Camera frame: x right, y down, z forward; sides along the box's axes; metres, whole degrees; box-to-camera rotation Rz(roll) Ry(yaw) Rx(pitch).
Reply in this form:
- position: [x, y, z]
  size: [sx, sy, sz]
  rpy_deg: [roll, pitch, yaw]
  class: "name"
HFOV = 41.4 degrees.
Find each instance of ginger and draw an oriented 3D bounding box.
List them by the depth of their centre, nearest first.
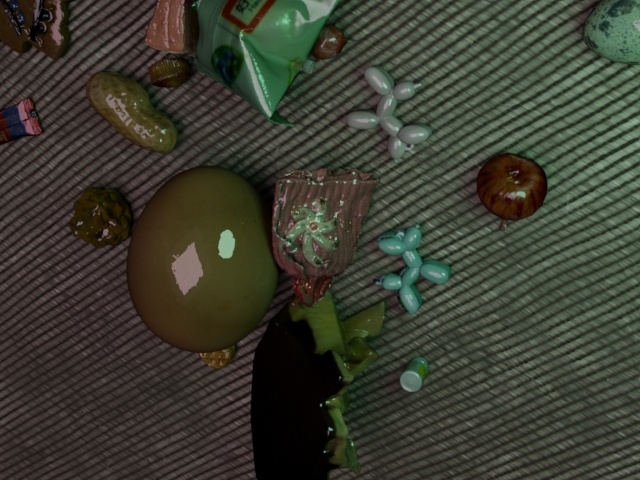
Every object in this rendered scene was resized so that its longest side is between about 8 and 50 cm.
- position: [0.022, 0.314, 1.690]
  size: [0.358, 0.211, 0.413]
  rpy_deg: [11, 95, 61]
  class: "ginger"

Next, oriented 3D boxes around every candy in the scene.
- position: [-0.074, -0.431, 1.550]
  size: [0.263, 0.172, 0.398]
  rpy_deg: [41, 108, 30]
  class: "candy"

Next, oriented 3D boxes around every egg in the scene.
- position: [0.518, -0.354, 1.392]
  size: [0.172, 0.132, 0.132]
  rpy_deg: [-3, 105, 28]
  class: "egg"
- position: [-0.229, 0.037, 1.674]
  size: [0.301, 0.301, 0.374]
  rpy_deg: [11, 100, 16]
  class: "egg"

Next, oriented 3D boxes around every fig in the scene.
- position: [0.355, -0.086, 1.541]
  size: [0.128, 0.128, 0.150]
  rpy_deg: [-26, 124, 24]
  class: "fig"

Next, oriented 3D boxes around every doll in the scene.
- position: [0.136, -0.234, 1.600]
  size: [0.160, 0.059, 0.161]
  rpy_deg: [26, 112, 12]
  class: "doll"
- position: [0.174, 0.046, 1.668]
  size: [0.158, 0.059, 0.159]
  rpy_deg: [36, 115, 6]
  class: "doll"

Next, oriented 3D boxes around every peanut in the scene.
- position: [-0.388, -0.267, 1.750]
  size: [0.226, 0.095, 0.108]
  rpy_deg: [44, 118, 2]
  class: "peanut"

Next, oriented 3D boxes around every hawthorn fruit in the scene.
- position: [0.030, -0.372, 1.597]
  size: [0.103, 0.067, 0.066]
  rpy_deg: [5, 108, 4]
  class: "hawthorn fruit"

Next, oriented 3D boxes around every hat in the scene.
- position: [0.000, 0.000, 1.638]
  size: [0.107, 0.237, 0.286]
  rpy_deg: [38, 123, 51]
  class: "hat"

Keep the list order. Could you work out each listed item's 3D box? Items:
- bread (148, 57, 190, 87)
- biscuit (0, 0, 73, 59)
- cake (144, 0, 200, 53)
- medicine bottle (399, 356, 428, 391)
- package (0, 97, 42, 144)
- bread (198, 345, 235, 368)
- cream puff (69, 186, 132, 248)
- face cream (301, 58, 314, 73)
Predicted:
- position: [-0.303, -0.333, 1.708]
  size: [0.085, 0.085, 0.053]
  rpy_deg: [-15, 94, 22]
  class: "bread"
- position: [-0.652, -0.507, 1.799]
  size: [0.301, 0.043, 0.278]
  rpy_deg: [-9, 102, 21]
  class: "biscuit"
- position: [-0.253, -0.465, 1.638]
  size: [0.090, 0.109, 0.225]
  rpy_deg: [29, 114, 10]
  class: "cake"
- position: [0.191, 0.269, 1.714]
  size: [0.047, 0.083, 0.047]
  rpy_deg: [6, 107, 18]
  class: "medicine bottle"
- position: [-0.717, -0.254, 1.908]
  size: [0.200, 0.022, 0.083]
  rpy_deg: [-13, 102, 21]
  class: "package"
- position: [-0.240, 0.233, 1.875]
  size: [0.110, 0.044, 0.083]
  rpy_deg: [45, 116, -1]
  class: "bread"
- position: [-0.485, -0.044, 1.841]
  size: [0.146, 0.116, 0.146]
  rpy_deg: [4, 106, 15]
  class: "cream puff"
- position: [-0.066, -0.356, 1.654]
  size: [0.115, 0.020, 0.038]
  rpy_deg: [23, 110, 14]
  class: "face cream"
